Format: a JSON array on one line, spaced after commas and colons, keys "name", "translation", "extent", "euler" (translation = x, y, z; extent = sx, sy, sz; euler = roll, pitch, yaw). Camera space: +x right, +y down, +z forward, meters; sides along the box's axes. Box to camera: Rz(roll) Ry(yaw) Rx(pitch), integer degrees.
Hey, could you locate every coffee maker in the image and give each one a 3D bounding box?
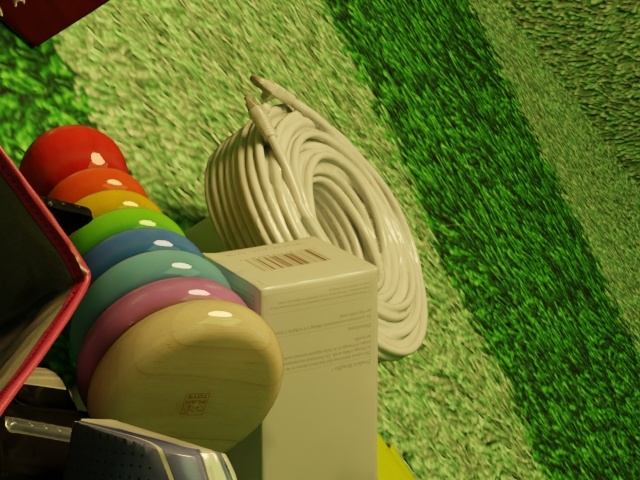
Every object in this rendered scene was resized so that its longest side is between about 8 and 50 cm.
[{"name": "coffee maker", "translation": [-0.233, 0.147, 0.911], "extent": [0.178, 0.120, 0.171], "euler": [25, 62, -52]}]

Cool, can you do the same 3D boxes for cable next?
[{"name": "cable", "translation": [0.000, 0.000, 1.352], "extent": [0.257, 0.089, 0.257], "euler": [28, 41, -53]}]

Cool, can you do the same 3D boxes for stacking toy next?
[{"name": "stacking toy", "translation": [-0.155, 0.018, 1.109], "extent": [0.141, 0.141, 0.330], "euler": [37, 11, -44]}]

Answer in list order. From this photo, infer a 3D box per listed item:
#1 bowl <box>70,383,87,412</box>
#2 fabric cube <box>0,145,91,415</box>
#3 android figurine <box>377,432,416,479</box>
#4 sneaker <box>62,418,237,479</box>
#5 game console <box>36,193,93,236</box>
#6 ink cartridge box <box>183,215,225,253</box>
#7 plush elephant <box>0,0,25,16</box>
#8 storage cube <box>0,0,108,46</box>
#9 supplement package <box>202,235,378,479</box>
[{"name": "bowl", "translation": [-0.150, 0.166, 1.111], "extent": [0.142, 0.053, 0.142], "euler": [57, 24, -7]}, {"name": "fabric cube", "translation": [-0.312, 0.028, 0.677], "extent": [0.259, 0.258, 0.254], "euler": [55, 23, -14]}, {"name": "android figurine", "translation": [0.063, 0.293, 1.400], "extent": [0.273, 0.056, 0.248], "euler": [55, 24, -13]}, {"name": "sneaker", "translation": [-0.141, 0.268, 0.840], "extent": [0.182, 0.127, 0.315], "euler": [2, 93, -53]}, {"name": "game console", "translation": [-0.226, 0.025, 1.024], "extent": [0.107, 0.122, 0.071], "euler": [16, 51, -59]}, {"name": "ink cartridge box", "translation": [-0.043, 0.056, 1.413], "extent": [0.190, 0.082, 0.139], "euler": [61, 24, 3]}, {"name": "plush elephant", "translation": [-0.347, -0.218, 0.927], "extent": [0.330, 0.255, 0.272], "euler": [57, 13, 8]}, {"name": "storage cube", "translation": [-0.240, -0.323, 1.292], "extent": [0.184, 0.193, 0.215], "euler": [40, 32, -41]}, {"name": "supplement package", "translation": [-0.024, 0.100, 1.139], "extent": [0.105, 0.105, 0.179], "euler": [-9, 108, -29]}]
